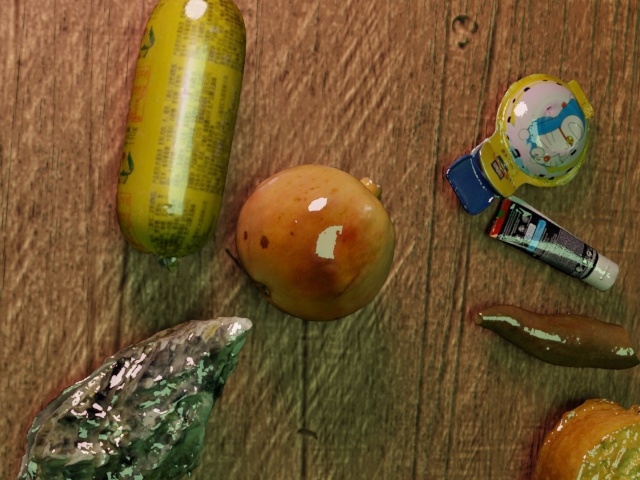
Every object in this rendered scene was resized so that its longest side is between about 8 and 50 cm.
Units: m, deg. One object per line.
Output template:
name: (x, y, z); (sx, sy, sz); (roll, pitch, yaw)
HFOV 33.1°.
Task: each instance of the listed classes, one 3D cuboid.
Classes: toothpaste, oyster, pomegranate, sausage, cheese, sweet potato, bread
toothpaste: (0.318, 0.004, 1.465); (0.193, 0.045, 0.071); (28, 74, -14)
oyster: (-0.206, 0.210, 1.222); (0.351, 0.158, 0.162); (-46, 142, 0)
pomegranate: (-0.004, 0.001, 1.270); (0.191, 0.191, 0.191); (-1, 92, -21)
sausage: (-0.159, -0.137, 1.230); (0.123, 0.123, 0.347); (10, 88, -21)
cheese: (0.272, -0.125, 1.427); (0.250, 0.064, 0.156); (-38, 103, -18)
sweet potato: (0.314, 0.128, 1.454); (0.243, 0.077, 0.077); (12, 88, -11)
bread: (0.359, 0.327, 1.435); (0.139, 0.143, 0.229); (7, 87, -22)
